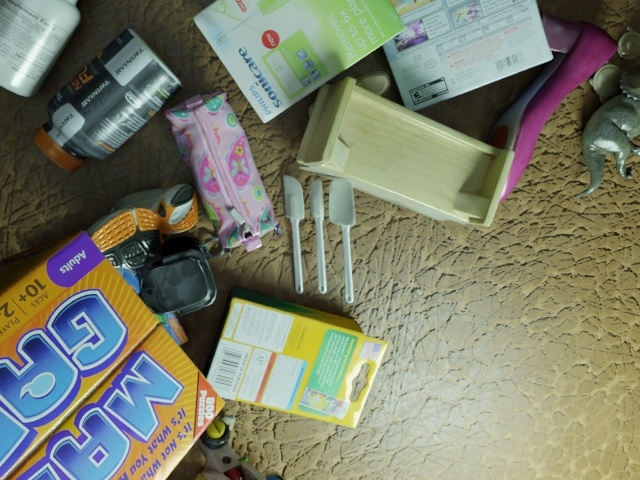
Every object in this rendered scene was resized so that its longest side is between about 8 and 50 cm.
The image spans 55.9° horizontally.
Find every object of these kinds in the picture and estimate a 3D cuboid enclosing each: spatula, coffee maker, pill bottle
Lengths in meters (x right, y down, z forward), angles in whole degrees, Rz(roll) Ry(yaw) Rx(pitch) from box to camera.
[{"bbox_3d":[0.000,0.000,1.138,0.168,0.019,0.242,8,110,33],"label":"spatula"},{"bbox_3d":[-0.239,0.048,1.066,0.171,0.178,0.120,-41,109,-9],"label":"coffee maker"},{"bbox_3d":[-0.465,-0.360,0.969,0.131,0.131,0.229,33,96,-15],"label":"pill bottle"},{"bbox_3d":[-0.364,-0.228,1.018,0.246,0.130,0.130,-42,106,2],"label":"pill bottle"}]

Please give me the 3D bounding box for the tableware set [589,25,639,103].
[{"bbox_3d":[0.633,-0.340,1.219,0.141,0.020,0.168,31,98,-13],"label":"tableware set"}]

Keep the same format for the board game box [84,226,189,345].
[{"bbox_3d":[-0.384,0.107,1.148,0.145,0.027,0.281,-27,106,-1],"label":"board game box"}]

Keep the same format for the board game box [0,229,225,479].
[{"bbox_3d":[-0.449,0.249,0.917,0.356,0.357,0.356,-49,116,-37],"label":"board game box"}]

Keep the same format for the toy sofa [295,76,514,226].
[{"bbox_3d":[0.146,-0.151,1.096,0.363,0.177,0.150,19,89,-19],"label":"toy sofa"}]

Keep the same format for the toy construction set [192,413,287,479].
[{"bbox_3d":[-0.235,0.491,1.190,0.309,0.257,0.237,-31,62,-18],"label":"toy construction set"}]

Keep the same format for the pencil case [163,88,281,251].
[{"bbox_3d":[-0.173,-0.122,1.082,0.124,0.124,0.284,-21,105,-4],"label":"pencil case"}]

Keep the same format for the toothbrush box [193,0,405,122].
[{"bbox_3d":[-0.032,-0.368,1.016,0.283,0.122,0.206,-30,107,15],"label":"toothbrush box"}]

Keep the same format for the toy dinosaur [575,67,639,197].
[{"bbox_3d":[0.603,-0.229,1.205,0.160,0.121,0.313,36,120,-6],"label":"toy dinosaur"}]

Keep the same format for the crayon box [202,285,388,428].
[{"bbox_3d":[-0.053,0.236,1.206,0.323,0.083,0.203,18,100,-12],"label":"crayon box"}]

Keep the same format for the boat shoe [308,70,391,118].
[{"bbox_3d":[0.060,-0.262,1.119,0.170,0.059,0.063,-29,106,-2],"label":"boat shoe"}]

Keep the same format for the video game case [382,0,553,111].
[{"bbox_3d":[0.241,-0.391,1.073,0.270,0.061,0.244,-18,108,18],"label":"video game case"}]

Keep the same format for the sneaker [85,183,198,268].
[{"bbox_3d":[-0.321,-0.025,1.020,0.121,0.262,0.099,3,110,23],"label":"sneaker"}]

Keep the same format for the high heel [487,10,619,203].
[{"bbox_3d":[0.443,-0.235,1.156,0.181,0.127,0.377,15,100,-10],"label":"high heel"}]
